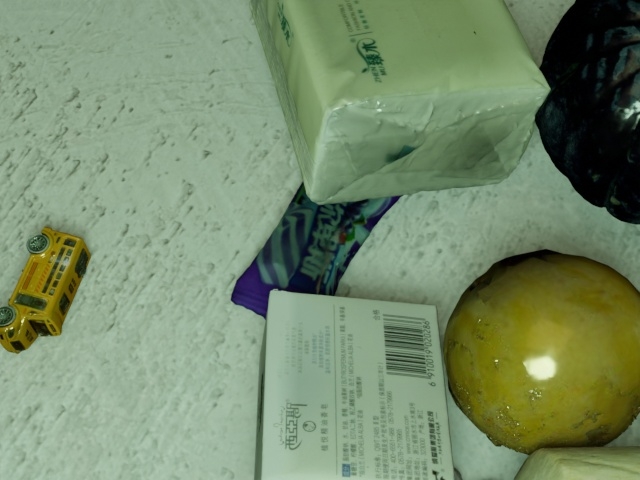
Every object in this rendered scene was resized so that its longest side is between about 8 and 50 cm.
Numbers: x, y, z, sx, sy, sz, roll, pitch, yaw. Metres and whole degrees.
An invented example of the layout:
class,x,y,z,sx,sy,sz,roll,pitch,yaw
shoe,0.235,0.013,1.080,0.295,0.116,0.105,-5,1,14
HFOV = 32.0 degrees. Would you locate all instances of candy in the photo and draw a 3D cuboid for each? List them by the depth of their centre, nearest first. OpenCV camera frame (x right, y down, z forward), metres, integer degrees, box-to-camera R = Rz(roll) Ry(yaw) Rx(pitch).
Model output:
class,x,y,z,sx,sy,sz,roll,pitch,yaw
candy,0.000,0.000,1.443,0.145,0.070,0.275,22,70,24

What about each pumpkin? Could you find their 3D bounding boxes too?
class,x,y,z,sx,sy,sz,roll,pitch,yaw
pumpkin,0.449,-0.180,1.384,0.363,0.266,0.363,0,65,1

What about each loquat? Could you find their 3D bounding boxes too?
class,x,y,z,sx,sy,sz,roll,pitch,yaw
loquat,0.248,0.124,1.221,0.235,0.235,0.235,-2,61,4

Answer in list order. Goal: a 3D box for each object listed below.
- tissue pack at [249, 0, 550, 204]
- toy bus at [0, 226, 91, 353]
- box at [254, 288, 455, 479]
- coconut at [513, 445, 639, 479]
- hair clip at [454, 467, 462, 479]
class,x,y,z,sx,sy,sz,roll,pitch,yaw
tissue pack,0.086,-0.254,1.450,0.297,0.207,0.380,-8,55,-17
toy bus,-0.357,0.069,1.437,0.074,0.069,0.162,13,62,10
box,0.032,0.198,1.245,0.203,0.116,0.274,5,43,-6
coconut,0.281,0.343,1.100,0.329,0.329,0.329,-2,61,4
hair clip,0.086,0.316,1.262,0.257,0.075,0.146,3,46,-1
